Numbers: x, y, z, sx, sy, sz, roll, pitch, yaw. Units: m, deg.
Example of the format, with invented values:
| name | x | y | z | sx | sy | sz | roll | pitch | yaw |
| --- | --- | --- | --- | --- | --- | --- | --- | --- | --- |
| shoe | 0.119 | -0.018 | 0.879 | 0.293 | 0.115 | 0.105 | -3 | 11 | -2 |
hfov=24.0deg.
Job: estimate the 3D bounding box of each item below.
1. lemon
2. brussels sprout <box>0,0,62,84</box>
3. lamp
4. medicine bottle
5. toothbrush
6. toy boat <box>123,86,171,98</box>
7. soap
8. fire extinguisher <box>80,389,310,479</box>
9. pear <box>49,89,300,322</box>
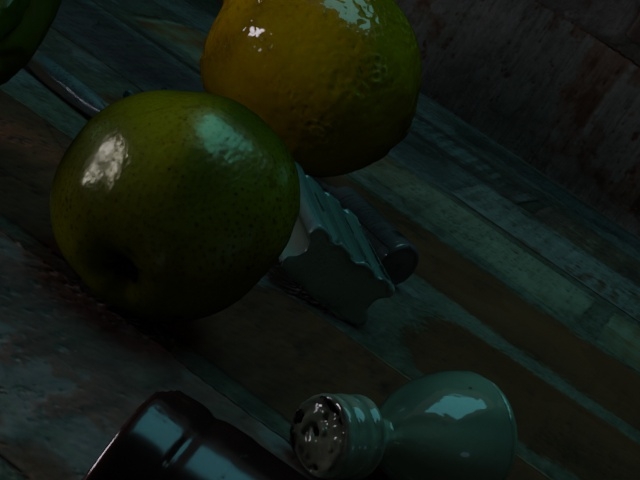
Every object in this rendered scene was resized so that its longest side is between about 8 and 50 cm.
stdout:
| name | x | y | z | sx | sy | sz | roll | pitch | yaw |
| --- | --- | --- | --- | --- | --- | --- | --- | --- | --- |
| lemon | -0.011 | -0.215 | 1.868 | 0.293 | 0.293 | 0.293 | 31 | 13 | -8 |
| brussels sprout | -0.343 | -0.230 | 1.241 | 0.259 | 0.227 | 0.294 | 34 | 49 | -16 |
| lamp | 0.068 | 0.149 | 1.133 | 0.193 | 0.106 | 0.106 | 6 | 28 | -43 |
| medicine bottle | 0.038 | -0.022 | 1.749 | 0.057 | 0.058 | 0.199 | 19 | 18 | -44 |
| toothbrush | -0.197 | -0.111 | 1.585 | 0.375 | 0.037 | 0.028 | 36 | 33 | 22 |
| toy boat | -0.173 | -0.138 | 1.668 | 0.137 | 0.061 | 0.060 | 15 | 22 | -50 |
| soap | 0.000 | 0.000 | 1.539 | 0.114 | 0.063 | 0.198 | 40 | 10 | -21 |
| fire extinguisher | 0.033 | 0.205 | 0.759 | 0.337 | 0.135 | 0.114 | 35 | -5 | 6 |
| pear | -0.112 | -0.031 | 1.164 | 0.198 | 0.198 | 0.198 | 31 | 13 | -8 |
